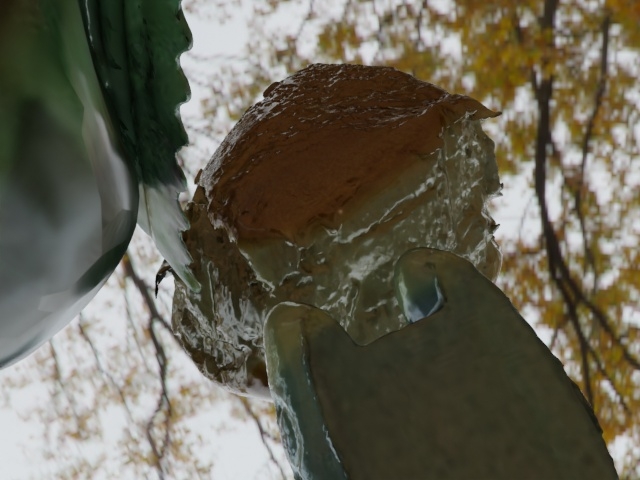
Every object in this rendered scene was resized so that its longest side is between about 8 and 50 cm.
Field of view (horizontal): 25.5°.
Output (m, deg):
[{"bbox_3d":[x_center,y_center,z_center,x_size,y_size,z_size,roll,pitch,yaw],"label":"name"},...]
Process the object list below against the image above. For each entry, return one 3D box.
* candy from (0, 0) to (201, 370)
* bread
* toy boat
[{"bbox_3d":[-0.217,0.018,0.460,0.398,0.263,0.172,-40,-120,-23],"label":"candy"},{"bbox_3d":[0.000,0.000,1.203,0.279,0.225,0.250,-33,-147,-26],"label":"bread"},{"bbox_3d":[0.085,0.173,0.959,0.215,0.123,0.330,-23,-104,-36],"label":"toy boat"}]
